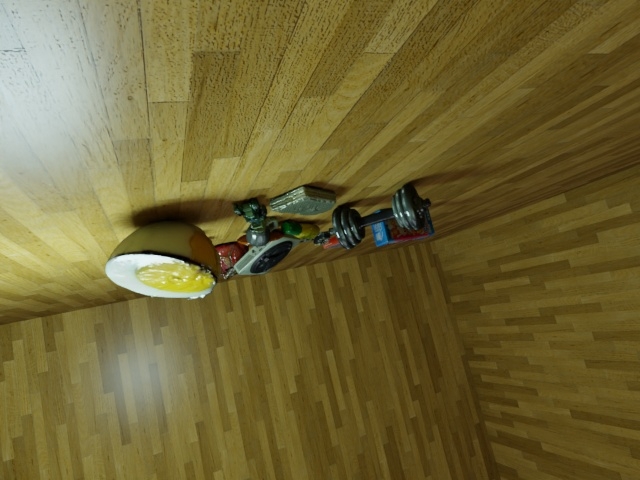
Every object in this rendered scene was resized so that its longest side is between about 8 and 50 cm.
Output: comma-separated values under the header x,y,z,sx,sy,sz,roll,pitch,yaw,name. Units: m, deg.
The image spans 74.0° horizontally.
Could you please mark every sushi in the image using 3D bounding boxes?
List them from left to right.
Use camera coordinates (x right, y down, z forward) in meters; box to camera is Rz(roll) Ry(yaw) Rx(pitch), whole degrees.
x,y,z,sx,sy,sz,roll,pitch,yaw,name
0.000,0.000,2.274,0.193,0.050,0.215,-9,170,-26,sushi

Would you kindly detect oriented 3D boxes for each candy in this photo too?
x,y,z,sx,sy,sz,roll,pitch,yaw,name
0.390,-0.074,2.023,0.306,0.157,0.100,-8,170,-31,candy

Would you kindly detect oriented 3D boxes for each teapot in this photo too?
x,y,z,sx,sy,sz,roll,pitch,yaw,name
-0.224,-0.046,1.595,0.092,0.124,0.090,27,148,7,teapot

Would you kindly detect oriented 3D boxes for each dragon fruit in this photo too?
x,y,z,sx,sy,sz,roll,pitch,yaw,name
-0.422,0.100,1.952,0.224,0.147,0.218,-9,170,-27,dragon fruit

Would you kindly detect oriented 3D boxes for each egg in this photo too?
x,y,z,sx,sy,sz,roll,pitch,yaw,name
-0.472,0.042,1.320,0.338,0.200,0.336,-2,147,-1,egg

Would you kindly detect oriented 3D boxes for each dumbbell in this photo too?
x,y,z,sx,sy,sz,roll,pitch,yaw,name
0.218,-0.087,1.615,0.407,0.178,0.179,-16,171,24,dumbbell

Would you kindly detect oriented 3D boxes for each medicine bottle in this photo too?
x,y,z,sx,sy,sz,roll,pitch,yaw,name
-0.089,-0.044,1.801,0.095,0.064,0.261,-18,171,21,medicine bottle

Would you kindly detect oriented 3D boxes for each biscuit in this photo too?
x,y,z,sx,sy,sz,roll,pitch,yaw,name
-0.038,-0.123,1.404,0.151,0.052,0.252,-19,170,30,biscuit

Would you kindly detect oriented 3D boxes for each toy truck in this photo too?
x,y,z,sx,sy,sz,roll,pitch,yaw,name
-0.217,-0.077,1.344,0.080,0.077,0.154,-15,171,3,toy truck

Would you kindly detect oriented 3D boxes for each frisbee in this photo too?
x,y,z,sx,sy,sz,roll,pitch,yaw,name
-0.240,-0.022,1.710,0.192,0.035,0.192,-6,-167,1,frisbee

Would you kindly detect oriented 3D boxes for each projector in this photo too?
x,y,z,sx,sy,sz,roll,pitch,yaw,name
-0.234,0.064,1.943,0.257,0.079,0.259,-43,163,14,projector

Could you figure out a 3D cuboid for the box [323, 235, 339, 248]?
x,y,z,sx,sy,sz,roll,pitch,yaw,name
0.124,-0.003,2.450,0.123,0.049,0.230,-4,168,-40,box
